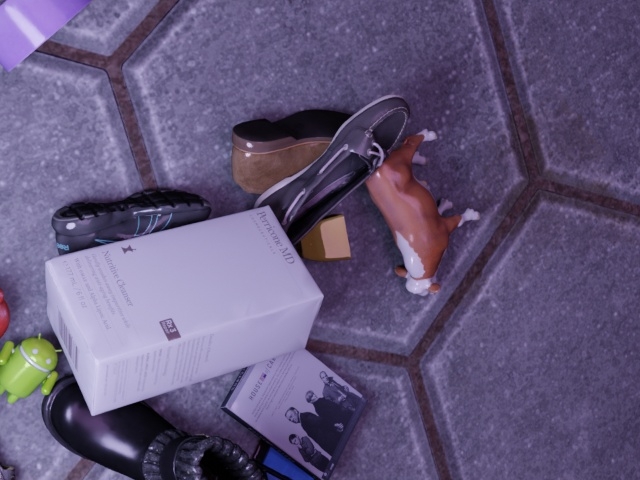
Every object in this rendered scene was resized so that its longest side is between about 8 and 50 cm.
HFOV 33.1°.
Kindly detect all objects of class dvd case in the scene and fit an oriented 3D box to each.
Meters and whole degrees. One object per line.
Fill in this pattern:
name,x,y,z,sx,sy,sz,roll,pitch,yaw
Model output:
dvd case,-0.041,0.287,1.892,0.238,0.029,0.179,40,60,-18

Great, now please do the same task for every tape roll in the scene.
tape roll,-0.433,-0.347,1.644,0.189,0.189,0.080,-46,108,-20

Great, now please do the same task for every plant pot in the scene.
plant pot,0.000,0.000,1.914,0.083,0.081,0.081,-11,94,-13

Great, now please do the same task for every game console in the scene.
game console,-0.045,0.407,1.882,0.144,0.124,0.085,32,102,-22

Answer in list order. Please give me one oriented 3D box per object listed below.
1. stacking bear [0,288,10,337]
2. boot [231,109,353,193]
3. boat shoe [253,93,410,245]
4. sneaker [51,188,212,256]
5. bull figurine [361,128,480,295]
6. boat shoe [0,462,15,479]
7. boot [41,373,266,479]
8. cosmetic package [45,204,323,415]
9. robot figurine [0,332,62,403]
stacking bear,-0.566,0.192,1.592,0.164,0.175,0.289,34,67,-20
boot,-0.026,-0.158,1.911,0.305,0.112,0.115,-11,125,-31
boat shoe,0.036,-0.111,1.851,0.335,0.095,0.112,-39,142,4
sneaker,-0.307,-0.019,1.767,0.267,0.101,0.106,-11,112,-24
bull figurine,0.184,-0.049,1.992,0.188,0.101,0.310,-41,114,-31
boat shoe,-0.497,0.366,1.671,0.049,0.056,0.152,-32,103,-18
boot,-0.253,0.328,1.679,0.348,0.260,0.131,34,75,-22
cosmetic package,-0.216,0.103,1.709,0.384,0.156,0.217,-18,56,-27
robot figurine,-0.458,0.198,1.677,0.115,0.067,0.101,-46,114,5
